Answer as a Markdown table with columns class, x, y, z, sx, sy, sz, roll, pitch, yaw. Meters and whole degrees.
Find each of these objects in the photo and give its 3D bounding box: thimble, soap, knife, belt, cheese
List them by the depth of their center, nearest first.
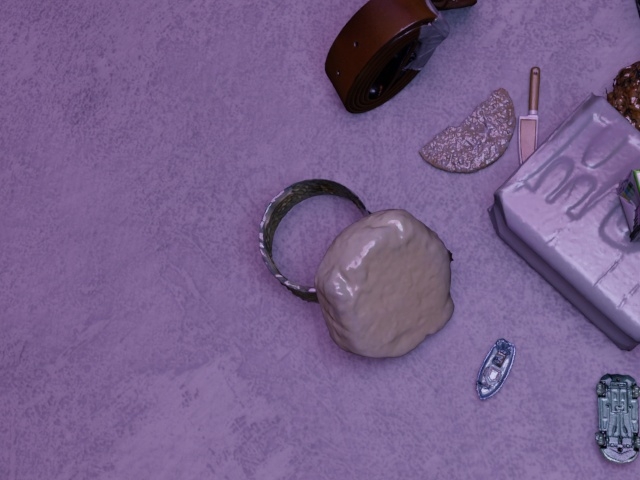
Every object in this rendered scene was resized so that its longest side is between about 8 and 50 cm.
| class | x | y | z | sx | sy | sz | roll | pitch | yaw |
| --- | --- | --- | --- | --- | --- | --- | --- | --- | --- |
| soap | 0.605 | -0.038 | 1.742 | 0.350 | 0.213 | 0.435 | -41 | 74 | -2 |
| cheese | 0.145 | 0.096 | 1.755 | 0.115 | 0.326 | 0.318 | 29 | 97 | 53 |
| belt | 0.144 | -0.423 | 1.875 | 0.217 | 0.339 | 0.122 | -17 | 70 | -33 |
| thimble | 0.000 | 0.000 | 1.881 | 0.270 | 0.150 | 0.271 | -3 | 76 | 11 |
| knife | 0.477 | -0.274 | 1.919 | 0.046 | 0.022 | 0.256 | 5 | 82 | 6 |

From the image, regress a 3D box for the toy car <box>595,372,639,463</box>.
| class | x | y | z | sx | sy | sz | roll | pitch | yaw |
| --- | --- | --- | --- | --- | --- | --- | --- | --- | --- |
| toy car | 0.609 | 0.367 | 1.721 | 0.093 | 0.058 | 0.186 | 2 | 65 | 12 |

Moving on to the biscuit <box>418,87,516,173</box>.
| class | x | y | z | sx | sy | sz | roll | pitch | yaw |
| --- | --- | --- | --- | --- | --- | --- | --- | --- | --- |
| biscuit | 0.361 | -0.233 | 1.928 | 0.250 | 0.032 | 0.133 | -37 | 74 | 0 |

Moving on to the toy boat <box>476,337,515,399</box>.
| class | x | y | z | sx | sy | sz | roll | pitch | yaw |
| --- | --- | --- | --- | --- | --- | --- | --- | --- | --- |
| toy boat | 0.372 | 0.277 | 1.785 | 0.059 | 0.066 | 0.140 | 26 | 84 | 12 |

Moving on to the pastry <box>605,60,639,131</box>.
| class | x | y | z | sx | sy | sz | roll | pitch | yaw |
| --- | --- | --- | --- | --- | --- | --- | --- | --- | --- |
| pastry | 0.747 | -0.310 | 1.771 | 0.274 | 0.275 | 0.193 | -23 | 96 | 5 |

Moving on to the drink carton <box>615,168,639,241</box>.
| class | x | y | z | sx | sy | sz | roll | pitch | yaw |
| --- | --- | --- | --- | --- | --- | --- | --- | --- | --- |
| drink carton | 0.698 | -0.082 | 1.547 | 0.270 | 0.161 | 0.108 | -11 | 75 | 7 |

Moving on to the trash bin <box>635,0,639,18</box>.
| class | x | y | z | sx | sy | sz | roll | pitch | yaw |
| --- | --- | --- | --- | --- | --- | --- | --- | --- | --- |
| trash bin | 0.855 | -0.579 | 1.828 | 0.301 | 0.203 | 0.252 | -16 | 56 | 8 |

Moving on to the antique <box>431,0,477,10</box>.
| class | x | y | z | sx | sy | sz | roll | pitch | yaw |
| --- | --- | --- | --- | --- | --- | --- | --- | --- | --- |
| antique | 0.283 | -0.586 | 1.914 | 0.143 | 0.257 | 0.121 | -7 | 103 | 9 |
